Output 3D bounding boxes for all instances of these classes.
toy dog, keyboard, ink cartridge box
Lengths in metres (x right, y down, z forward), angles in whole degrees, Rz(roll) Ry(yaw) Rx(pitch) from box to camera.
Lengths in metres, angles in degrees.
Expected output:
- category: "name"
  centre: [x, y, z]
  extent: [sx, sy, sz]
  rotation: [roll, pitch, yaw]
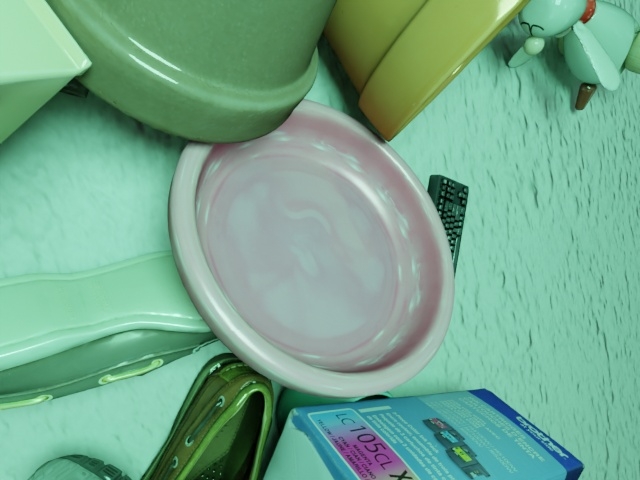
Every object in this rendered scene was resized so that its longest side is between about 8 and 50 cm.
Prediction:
- category: "toy dog"
  centre: [0.404, -0.297, 0.671]
  extent: [0.333, 0.220, 0.161]
  rotation: [4, 120, -19]
- category: "keyboard"
  centre: [0.175, -0.007, 0.631]
  extent: [0.108, 0.023, 0.180]
  rotation: [14, 83, -25]
- category: "ink cartridge box"
  centre: [0.116, 0.322, 0.467]
  extent: [0.395, 0.151, 0.270]
  rotation: [11, 105, -39]

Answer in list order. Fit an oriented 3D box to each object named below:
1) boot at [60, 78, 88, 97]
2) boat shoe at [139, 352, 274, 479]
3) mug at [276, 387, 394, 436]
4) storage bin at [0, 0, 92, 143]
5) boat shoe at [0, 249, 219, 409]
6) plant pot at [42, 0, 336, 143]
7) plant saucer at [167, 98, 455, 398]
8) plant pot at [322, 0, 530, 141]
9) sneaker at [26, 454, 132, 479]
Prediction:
- category: "boot"
  centre: [-0.278, -0.198, 0.401]
  extent: [0.114, 0.037, 0.107]
  rotation: [1, 103, -23]
- category: "boat shoe"
  centre: [-0.134, 0.275, 0.432]
  extent: [0.110, 0.104, 0.308]
  rotation: [20, 82, -26]
- category: "mug"
  centre: [0.005, 0.216, 0.498]
  extent: [0.129, 0.097, 0.158]
  rotation: [37, 89, -40]
- category: "storage bin"
  centre: [-0.338, -0.140, 0.248]
  extent: [0.262, 0.123, 0.261]
  rotation: [-28, 107, 20]
- category: "boat shoe"
  centre: [-0.186, 0.081, 0.416]
  extent: [0.304, 0.109, 0.091]
  rotation: [-7, 134, -37]
- category: "plant pot"
  centre: [-0.073, -0.248, 0.326]
  extent: [0.262, 0.229, 0.263]
  rotation: [19, 55, -30]
- category: "plant saucer"
  centre: [0.000, 0.000, 0.458]
  extent: [0.331, 0.084, 0.333]
  rotation: [15, 58, -26]
- category: "plant pot"
  centre: [0.112, -0.289, 0.478]
  extent: [0.203, 0.291, 0.291]
  rotation: [44, 71, -1]
- category: "sneaker"
  centre: [-0.193, 0.335, 0.353]
  extent: [0.111, 0.129, 0.297]
  rotation: [-10, 76, -66]
